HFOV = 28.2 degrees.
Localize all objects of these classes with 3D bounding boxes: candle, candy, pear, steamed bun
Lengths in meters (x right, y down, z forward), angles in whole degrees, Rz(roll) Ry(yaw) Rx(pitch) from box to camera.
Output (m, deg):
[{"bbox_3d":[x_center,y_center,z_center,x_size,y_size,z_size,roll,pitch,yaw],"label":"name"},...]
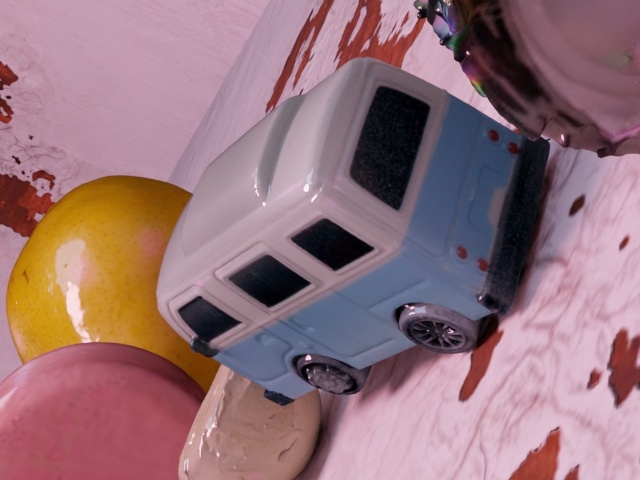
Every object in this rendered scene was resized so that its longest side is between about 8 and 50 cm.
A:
[{"bbox_3d":[0.128,-0.132,0.550,0.187,0.187,0.330,-61,14,19],"label":"candle"},{"bbox_3d":[-0.201,0.220,1.130,0.255,0.255,0.094,-64,12,6],"label":"candy"},{"bbox_3d":[-0.205,0.089,1.362,0.285,0.285,0.336,-59,16,29],"label":"pear"},{"bbox_3d":[-0.049,0.145,0.983,0.130,0.091,0.112,-68,10,-24],"label":"steamed bun"}]

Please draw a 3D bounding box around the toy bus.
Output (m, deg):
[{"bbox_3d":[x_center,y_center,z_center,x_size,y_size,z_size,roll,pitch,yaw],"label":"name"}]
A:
[{"bbox_3d":[0.000,0.000,0.821,0.271,0.165,0.133,-32,34,54],"label":"toy bus"}]
